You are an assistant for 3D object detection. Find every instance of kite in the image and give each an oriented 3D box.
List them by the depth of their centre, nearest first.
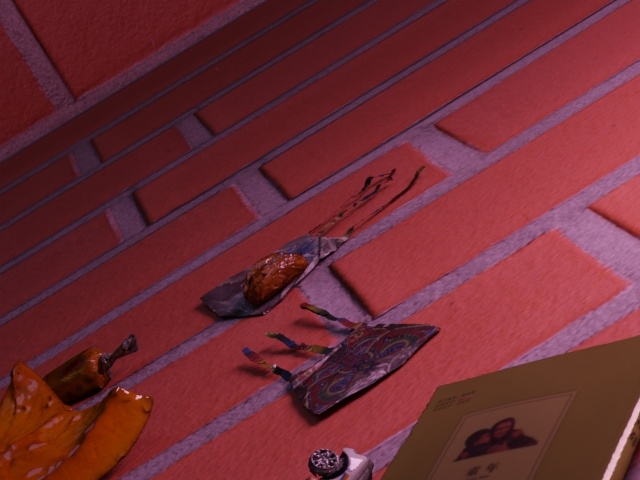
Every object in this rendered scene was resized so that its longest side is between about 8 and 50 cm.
[{"bbox_3d":[0.008,0.113,1.949,0.152,0.015,0.285,-33,19,-17],"label":"kite"},{"bbox_3d":[0.001,0.002,2.280,0.310,0.015,0.169,-37,19,-17],"label":"kite"}]

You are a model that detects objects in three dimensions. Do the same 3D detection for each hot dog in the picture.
[{"bbox_3d":[-0.054,0.039,2.194,0.083,0.035,0.058,-36,16,-14],"label":"hot dog"}]

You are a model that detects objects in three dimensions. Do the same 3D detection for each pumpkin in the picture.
[{"bbox_3d":[-0.329,0.248,1.993,0.258,0.095,0.290,-1,38,52],"label":"pumpkin"}]

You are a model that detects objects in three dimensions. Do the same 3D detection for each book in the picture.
[{"bbox_3d":[0.128,0.199,1.458,0.239,0.035,0.352,-19,22,37],"label":"book"}]

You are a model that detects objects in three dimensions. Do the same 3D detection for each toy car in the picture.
[{"bbox_3d":[-0.021,0.246,1.500,0.056,0.095,0.205,25,47,20],"label":"toy car"}]

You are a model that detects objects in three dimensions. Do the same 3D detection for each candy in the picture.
[{"bbox_3d":[-0.282,0.161,2.247,0.182,0.046,0.053,-30,19,19],"label":"candy"}]
